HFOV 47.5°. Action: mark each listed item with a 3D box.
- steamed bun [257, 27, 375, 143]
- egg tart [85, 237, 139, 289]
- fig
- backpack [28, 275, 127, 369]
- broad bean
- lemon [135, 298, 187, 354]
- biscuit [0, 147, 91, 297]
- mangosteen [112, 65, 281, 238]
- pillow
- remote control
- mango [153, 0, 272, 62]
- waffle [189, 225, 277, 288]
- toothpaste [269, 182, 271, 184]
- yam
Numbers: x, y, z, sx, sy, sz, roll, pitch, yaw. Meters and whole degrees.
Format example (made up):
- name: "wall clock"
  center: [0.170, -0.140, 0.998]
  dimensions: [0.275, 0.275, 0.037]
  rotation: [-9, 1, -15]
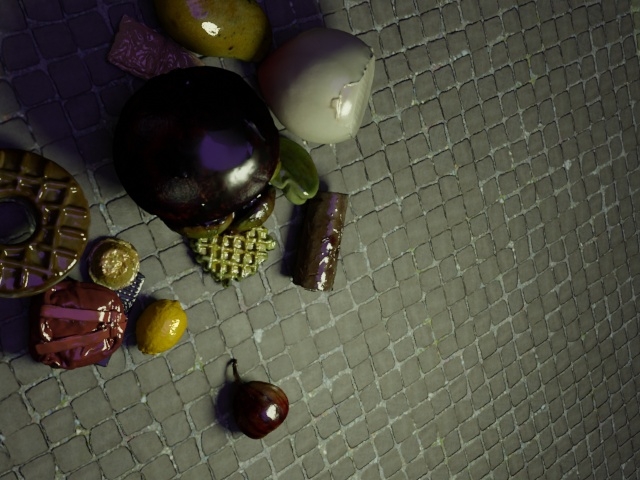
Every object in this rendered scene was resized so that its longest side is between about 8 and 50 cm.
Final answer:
- name: "steamed bun"
  center: [-0.022, -0.402, 1.861]
  dimensions: [0.309, 0.309, 0.309]
  rotation: [-5, 100, -32]
- name: "egg tart"
  center: [-0.489, 0.055, 1.726]
  dimensions: [0.129, 0.049, 0.129]
  rotation: [2, 86, -24]
- name: "fig"
  center: [-0.168, 0.440, 1.940]
  dimensions: [0.148, 0.149, 0.202]
  rotation: [-58, 132, -34]
- name: "backpack"
  center: [-0.552, 0.189, 1.663]
  dimensions: [0.229, 0.139, 0.229]
  rotation: [-3, 96, -27]
- name: "broad bean"
  center: [-0.088, -0.194, 1.930]
  dimensions: [0.206, 0.072, 0.153]
  rotation: [49, 53, -13]
- name: "lemon"
  center: [-0.394, 0.213, 1.788]
  dimensions: [0.114, 0.114, 0.155]
  rotation: [40, 83, -30]
- name: "biscuit"
  center: [-0.657, -0.037, 1.548]
  dimensions: [0.332, 0.103, 0.332]
  rotation: [4, 79, -23]
- name: "mangosteen"
  center: [-0.252, -0.200, 1.666]
  dimensions: [0.421, 0.381, 0.381]
  rotation: [36, 77, -31]
- name: "pillow"
  center: [-0.390, -0.431, 1.742]
  dimensions: [0.232, 0.043, 0.126]
  rotation: [27, 77, -30]
- name: "remote control"
  center: [-0.500, 0.185, 1.766]
  dimensions: [0.063, 0.025, 0.245]
  rotation: [27, 82, -32]
- name: "mango"
  center: [-0.244, -0.535, 1.752]
  dimensions: [0.329, 0.175, 0.176]
  rotation: [7, 137, -33]
- name: "waffle"
  center: [-0.234, 0.006, 1.895]
  dimensions: [0.204, 0.054, 0.223]
  rotation: [-43, 115, -21]
- name: "toothpaste"
  center: [-0.111, -0.171, 1.969]
  dimensions: [0.083, 0.020, 0.017]
  rotation: [-25, 108, -28]
- name: "yam"
  center: [-0.001, 0.000, 2.005]
  dimensions: [0.131, 0.131, 0.279]
  rotation: [10, 89, -34]
